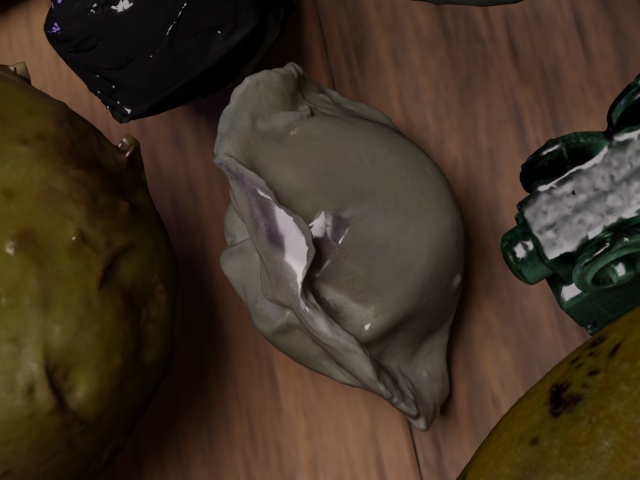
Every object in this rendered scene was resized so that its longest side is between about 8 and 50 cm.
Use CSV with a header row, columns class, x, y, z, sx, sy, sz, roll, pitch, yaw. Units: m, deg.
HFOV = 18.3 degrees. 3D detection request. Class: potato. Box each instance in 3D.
class,x,y,z,sx,sy,sz,roll,pitch,yaw
potato,-0.177,0.067,0.932,0.196,0.246,0.300,18,113,-6

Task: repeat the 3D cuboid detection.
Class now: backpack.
class,x,y,z,sx,sy,sz,roll,pitch,yaw
backpack,-0.071,-0.115,0.957,0.120,0.106,0.165,-31,20,19

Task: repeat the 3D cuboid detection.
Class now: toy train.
class,x,y,z,sx,sy,sz,roll,pitch,yaw
toy train,0.158,-0.027,0.834,0.170,0.111,0.071,-32,64,12

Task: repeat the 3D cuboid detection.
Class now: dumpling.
class,x,y,z,sx,sy,sz,roll,pitch,yaw
dumpling,0.000,0.000,0.896,0.108,0.127,0.188,-29,66,32

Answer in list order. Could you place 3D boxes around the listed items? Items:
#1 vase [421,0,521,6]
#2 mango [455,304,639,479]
class,x,y,z,sx,sy,sz,roll,pitch,yaw
vase,0.115,-0.190,0.885,0.301,0.156,0.251,29,68,25
mango,0.129,0.135,0.770,0.176,0.175,0.329,29,89,-13
